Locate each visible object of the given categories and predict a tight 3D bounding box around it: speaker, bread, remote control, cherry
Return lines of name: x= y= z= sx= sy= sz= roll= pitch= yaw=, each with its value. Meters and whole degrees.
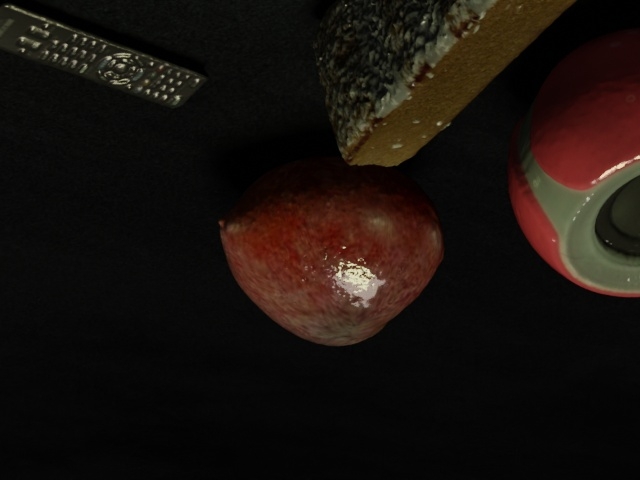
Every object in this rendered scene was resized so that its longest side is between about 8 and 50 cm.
speaker: x=0.341 y=-0.085 z=1.633 sx=0.294 sy=0.294 sz=0.294 roll=-7 pitch=153 yaw=-4
bread: x=0.128 y=-0.233 z=1.393 sx=0.113 sy=0.165 sz=0.416 roll=6 pitch=149 yaw=-29
remote control: x=-0.219 y=-0.181 z=1.542 sx=0.245 sy=0.025 sz=0.063 roll=17 pitch=142 yaw=-40
cherry: x=0.009 y=-0.002 z=1.787 sx=0.239 sy=0.206 sz=0.239 roll=19 pitch=141 yaw=16
